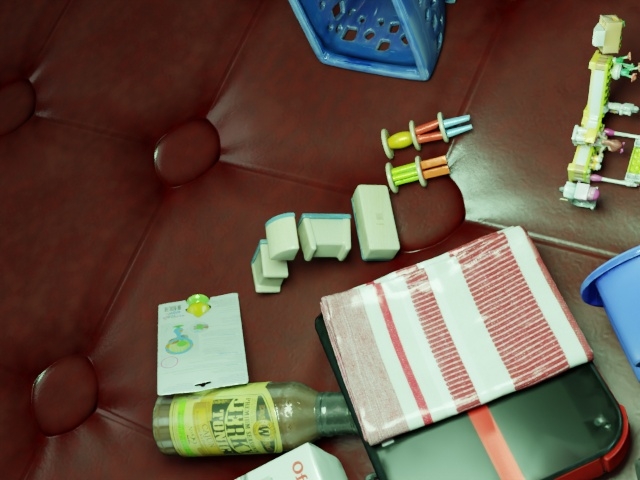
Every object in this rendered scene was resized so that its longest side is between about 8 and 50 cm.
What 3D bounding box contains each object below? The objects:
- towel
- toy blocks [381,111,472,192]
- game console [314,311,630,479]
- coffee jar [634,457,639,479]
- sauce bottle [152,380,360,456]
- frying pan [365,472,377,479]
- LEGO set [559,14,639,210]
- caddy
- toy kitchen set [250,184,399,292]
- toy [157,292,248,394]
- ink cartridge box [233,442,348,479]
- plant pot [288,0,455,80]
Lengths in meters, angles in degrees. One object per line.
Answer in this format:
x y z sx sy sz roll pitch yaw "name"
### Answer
0.181 0.126 1.307 0.329 0.037 0.237 -21 56 1 "towel"
0.181 -0.150 1.535 0.148 0.054 0.123 -15 60 16 "toy blocks"
0.207 0.196 1.313 0.342 0.060 0.387 -24 55 0 "game console"
0.495 0.296 1.165 0.184 0.079 0.096 -18 63 14 "coffee jar"
-0.085 0.268 1.415 0.344 0.111 0.111 -9 63 18 "sauce bottle"
0.232 0.352 1.277 0.326 0.053 0.197 36 82 30 "frying pan"
0.444 -0.184 1.390 0.107 0.132 0.287 14 94 23 "LEGO set"
0.510 0.053 1.184 0.341 0.241 0.179 -18 66 15 "caddy"
0.000 0.000 1.540 0.207 0.166 0.122 1 61 -16 "toy kitchen set"
-0.191 0.177 1.500 0.136 0.056 0.237 -8 35 -5 "toy"
-0.082 0.445 1.324 0.283 0.117 0.207 -29 57 9 "ink cartridge box"
0.100 -0.443 1.616 0.236 0.236 0.212 15 66 29 "plant pot"
